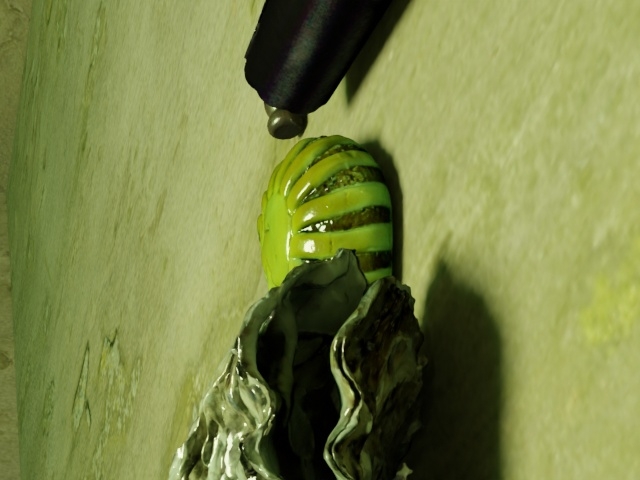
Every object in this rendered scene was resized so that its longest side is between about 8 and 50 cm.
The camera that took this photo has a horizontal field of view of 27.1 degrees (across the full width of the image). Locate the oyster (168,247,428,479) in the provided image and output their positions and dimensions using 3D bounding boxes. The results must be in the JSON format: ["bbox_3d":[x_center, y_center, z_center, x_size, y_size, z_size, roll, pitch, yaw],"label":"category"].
[{"bbox_3d":[-0.013,0.130,0.741,0.198,0.112,0.267,-43,-32,-61],"label":"oyster"}]

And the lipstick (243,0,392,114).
[{"bbox_3d":[0.042,-0.212,0.739,0.418,0.077,0.077,122,145,-55],"label":"lipstick"}]

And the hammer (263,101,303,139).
[{"bbox_3d":[0.012,-0.172,0.907,0.292,0.029,0.058,122,142,-53],"label":"hammer"}]

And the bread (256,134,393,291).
[{"bbox_3d":[0.000,0.000,0.855,0.130,0.071,0.139,154,116,-64],"label":"bread"}]

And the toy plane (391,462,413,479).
[{"bbox_3d":[0.052,0.205,0.685,0.234,0.082,0.160,92,168,-66],"label":"toy plane"}]
